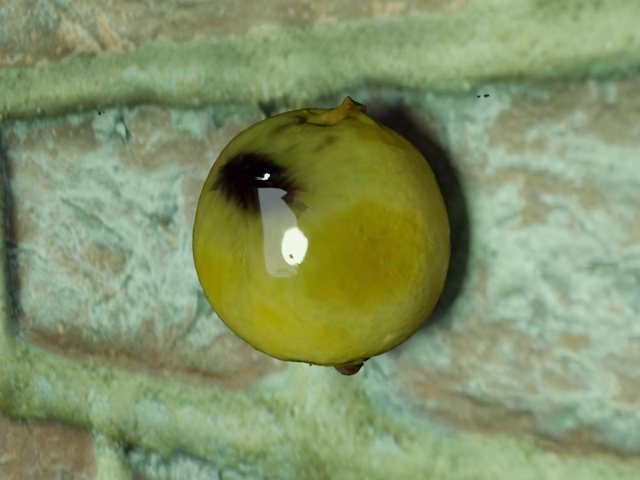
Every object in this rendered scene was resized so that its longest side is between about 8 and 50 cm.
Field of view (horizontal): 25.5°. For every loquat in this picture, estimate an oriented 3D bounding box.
[{"bbox_3d":[0.000,0.000,0.793,0.163,0.137,0.163,7,104,29],"label":"loquat"}]
